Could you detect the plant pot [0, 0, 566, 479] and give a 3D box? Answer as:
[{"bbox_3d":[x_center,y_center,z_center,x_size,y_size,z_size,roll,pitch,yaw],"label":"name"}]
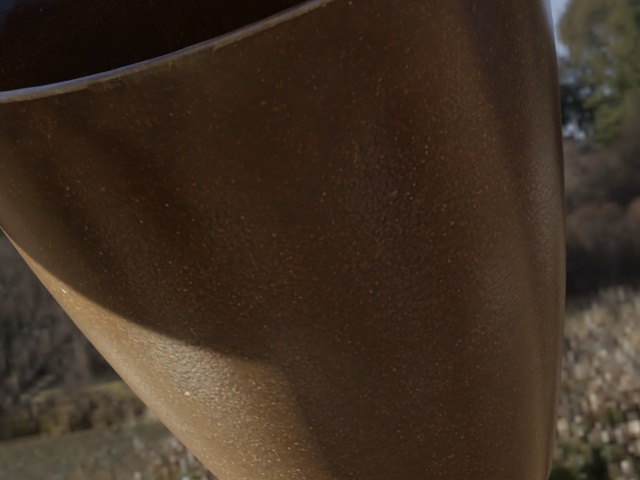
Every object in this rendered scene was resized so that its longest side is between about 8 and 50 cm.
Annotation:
[{"bbox_3d":[0.000,0.000,0.534,0.215,0.230,0.215,-17,26,8],"label":"plant pot"}]
